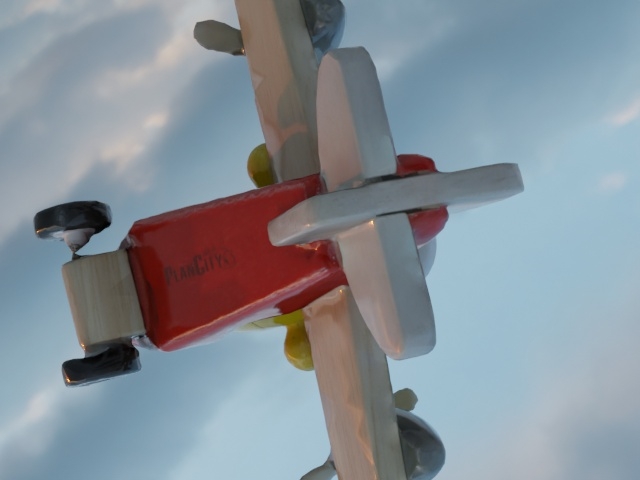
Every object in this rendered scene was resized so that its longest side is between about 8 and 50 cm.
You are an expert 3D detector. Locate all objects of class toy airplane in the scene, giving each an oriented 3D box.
[{"bbox_3d":[0.000,0.000,0.866,0.384,0.272,0.386,40,-59,36],"label":"toy airplane"}]
